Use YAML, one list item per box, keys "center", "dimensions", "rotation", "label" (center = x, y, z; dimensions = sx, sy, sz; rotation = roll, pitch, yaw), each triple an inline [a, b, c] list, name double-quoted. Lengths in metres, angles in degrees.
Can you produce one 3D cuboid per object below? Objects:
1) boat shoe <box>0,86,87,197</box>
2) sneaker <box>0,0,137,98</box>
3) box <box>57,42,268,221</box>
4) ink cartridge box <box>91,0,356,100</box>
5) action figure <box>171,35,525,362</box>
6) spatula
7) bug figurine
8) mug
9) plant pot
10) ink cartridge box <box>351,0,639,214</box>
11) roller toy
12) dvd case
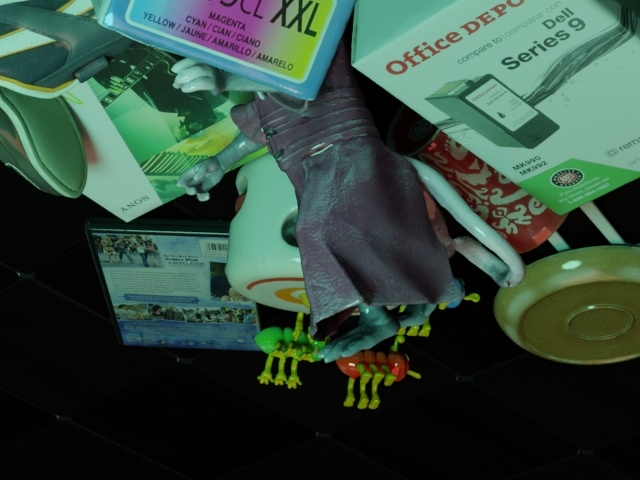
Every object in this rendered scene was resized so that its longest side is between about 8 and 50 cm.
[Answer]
- center: [-0.295, -0.122, 1.500]
  dimensions: [0.069, 0.081, 0.227]
  rotation: [-9, 135, 24]
  label: "boat shoe"
- center: [-0.203, -0.204, 1.355]
  dimensions: [0.321, 0.126, 0.127]
  rotation: [-12, 130, -14]
  label: "sneaker"
- center: [-0.222, -0.150, 1.560]
  dimensions: [0.232, 0.058, 0.322]
  rotation: [-24, 136, 36]
  label: "box"
- center: [-0.019, -0.321, 1.016]
  dimensions: [0.151, 0.270, 0.395]
  rotation: [16, 107, -18]
  label: "ink cartridge box"
- center: [0.013, -0.092, 1.420]
  dimensions: [0.276, 0.370, 0.248]
  rotation: [-18, 179, -9]
  label: "action figure"
- center: [0.260, 0.009, 1.765]
  dimensions: [0.168, 0.019, 0.242]
  rotation: [-16, 141, 31]
  label: "spatula"
- center: [0.045, 0.099, 1.855]
  dimensions: [0.216, 0.072, 0.279]
  rotation: [7, 148, -16]
  label: "bug figurine"
- center: [0.143, -0.068, 1.593]
  dimensions: [0.169, 0.113, 0.150]
  rotation: [33, 135, -30]
  label: "mug"
- center: [0.315, 0.083, 1.827]
  dimensions: [0.236, 0.032, 0.236]
  rotation: [0, 147, 0]
  label: "plant pot"
- center: [0.197, -0.169, 1.425]
  dimensions: [0.289, 0.121, 0.211]
  rotation: [31, 137, -32]
  label: "ink cartridge box"
- center: [0.000, 0.000, 1.637]
  dimensions: [0.209, 0.146, 0.191]
  rotation: [-8, 159, 41]
  label: "roller toy"
- center: [-0.165, 0.054, 1.883]
  dimensions: [0.180, 0.022, 0.253]
  rotation: [2, 146, 5]
  label: "dvd case"
